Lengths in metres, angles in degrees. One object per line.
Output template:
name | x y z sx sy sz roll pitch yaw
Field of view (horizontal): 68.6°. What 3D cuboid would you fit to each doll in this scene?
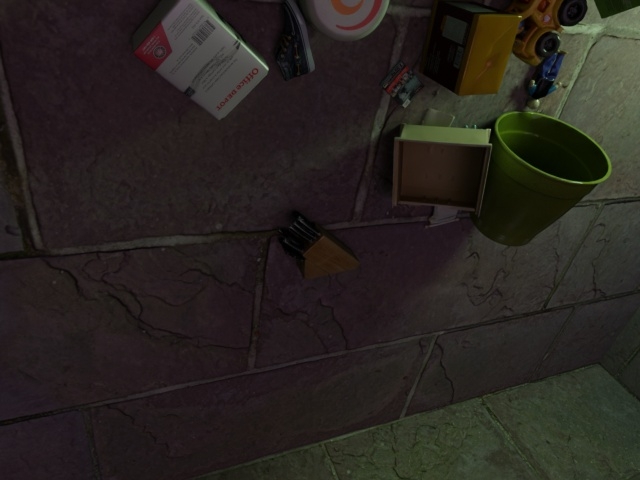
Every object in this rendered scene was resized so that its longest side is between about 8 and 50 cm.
doll | 0.717 -0.509 1.492 0.129 0.046 0.189 -1 125 -25

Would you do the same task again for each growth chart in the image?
growth chart | 0.469 -0.150 1.669 0.172 0.021 0.237 -9 129 -21

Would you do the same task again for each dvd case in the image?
dvd case | 0.232 -0.439 1.327 0.119 0.013 0.087 28 110 -38

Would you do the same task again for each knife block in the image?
knife block | 0.000 0.000 1.507 0.275 0.088 0.242 -10 130 -19

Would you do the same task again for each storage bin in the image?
storage bin | 0.357 -0.205 1.409 0.262 0.123 0.260 7 130 14

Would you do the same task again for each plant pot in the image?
plant pot | 0.677 -0.178 1.563 0.366 0.366 0.353 -7 140 -21

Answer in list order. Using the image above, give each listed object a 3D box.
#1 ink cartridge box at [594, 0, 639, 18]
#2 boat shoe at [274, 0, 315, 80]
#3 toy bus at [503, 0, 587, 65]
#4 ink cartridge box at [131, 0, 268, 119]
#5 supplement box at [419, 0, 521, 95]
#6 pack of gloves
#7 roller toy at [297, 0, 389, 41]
ink cartridge box | 0.750 -0.742 1.197 0.189 0.097 0.255 31 66 -40
boat shoe | -0.074 -0.471 1.113 0.083 0.065 0.183 -27 134 -7
toy bus | 0.577 -0.625 1.277 0.211 0.149 0.220 22 117 -23
ink cartridge box | -0.259 -0.410 1.030 0.172 0.100 0.237 -40 136 17
supplement box | 0.380 -0.505 1.225 0.129 0.194 0.191 -9 129 -20
pack of gloves | 0.384 -0.265 1.450 0.195 0.046 0.232 20 122 4
roller toy | 0.045 -0.554 1.053 0.209 0.146 0.191 -23 124 0
